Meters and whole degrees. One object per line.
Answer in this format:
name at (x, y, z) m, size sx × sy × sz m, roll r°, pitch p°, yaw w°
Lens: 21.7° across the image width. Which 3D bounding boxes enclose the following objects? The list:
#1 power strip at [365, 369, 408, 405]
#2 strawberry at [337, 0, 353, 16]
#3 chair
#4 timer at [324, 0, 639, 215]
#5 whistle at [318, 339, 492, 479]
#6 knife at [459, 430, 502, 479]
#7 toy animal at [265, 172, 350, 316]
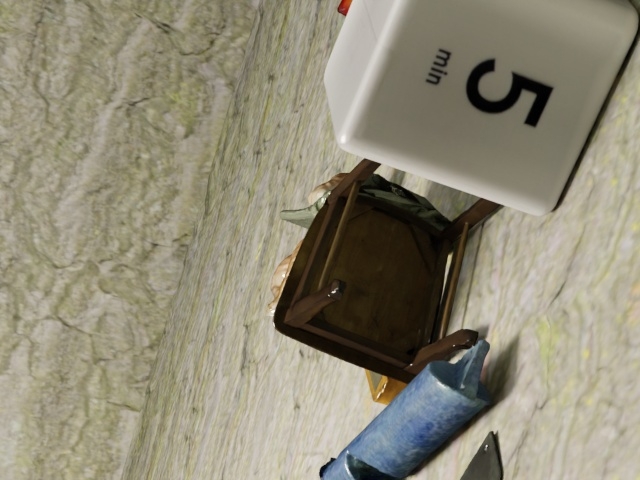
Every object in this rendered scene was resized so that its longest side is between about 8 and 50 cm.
power strip at (0.065, 0.114, 1.694) m, size 0.178 × 0.028 × 0.049 m, roll -105°, pitch 35°, yaw -69°
strawberry at (0.128, -0.302, 1.801) m, size 0.265 × 0.149 × 0.336 m, roll 136°, pitch 140°, yaw -56°
chair at (0.045, 0.032, 1.604) m, size 0.319 × 0.160 × 0.186 m, roll 143°, pitch 145°, yaw -67°
timer at (0.128, -0.161, 1.411) m, size 0.192 × 0.195 × 0.194 m, roll -99°, pitch 30°, yaw -66°
whistle at (0.075, 0.169, 1.483) m, size 0.304 × 0.062 × 0.062 m, roll 127°, pitch 158°, yaw -57°
knife at (0.090, 0.267, 1.377) m, size 0.072 × 0.019 × 0.245 m, roll -93°, pitch 26°, yaw -58°
toy animal at (0.011, -0.002, 1.967) m, size 0.184 × 0.104 × 0.185 m, roll -89°, pitch 15°, yaw -75°
